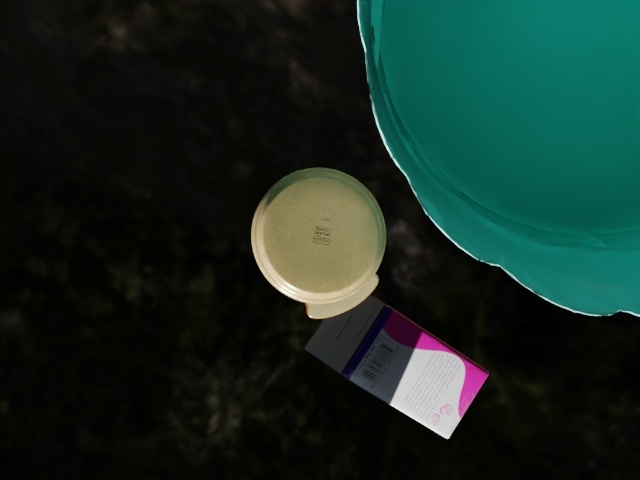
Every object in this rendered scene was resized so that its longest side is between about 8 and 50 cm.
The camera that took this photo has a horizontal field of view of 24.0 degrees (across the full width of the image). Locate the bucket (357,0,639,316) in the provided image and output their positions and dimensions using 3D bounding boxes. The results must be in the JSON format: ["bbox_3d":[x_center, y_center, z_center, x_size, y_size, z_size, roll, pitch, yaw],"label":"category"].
[{"bbox_3d":[0.146,-0.110,0.723,0.281,0.281,0.183,41,-174,-4],"label":"bucket"}]

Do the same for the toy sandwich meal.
[{"bbox_3d":[0.000,0.000,0.859,0.085,0.085,0.029,41,172,-5],"label":"toy sandwich meal"}]

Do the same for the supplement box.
[{"bbox_3d":[0.106,0.164,2.047,0.220,0.111,0.114,34,177,-34],"label":"supplement box"}]
